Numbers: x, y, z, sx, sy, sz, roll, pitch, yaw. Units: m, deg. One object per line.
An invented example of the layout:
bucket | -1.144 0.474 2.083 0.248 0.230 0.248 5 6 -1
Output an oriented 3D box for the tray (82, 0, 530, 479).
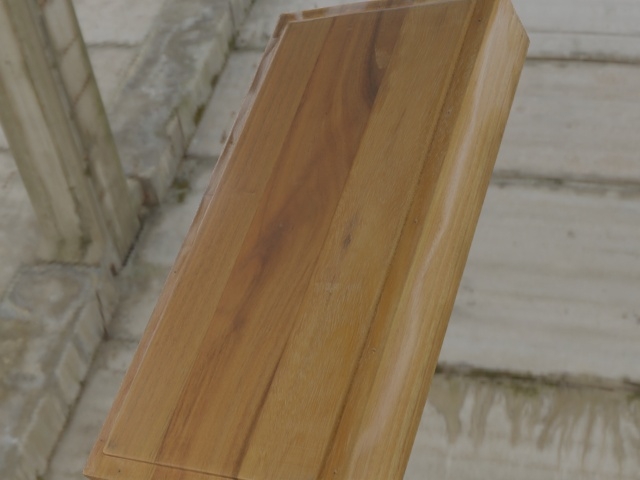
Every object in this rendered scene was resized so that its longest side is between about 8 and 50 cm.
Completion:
tray | 0.000 0.000 0.750 0.202 0.076 0.411 1 -122 34
